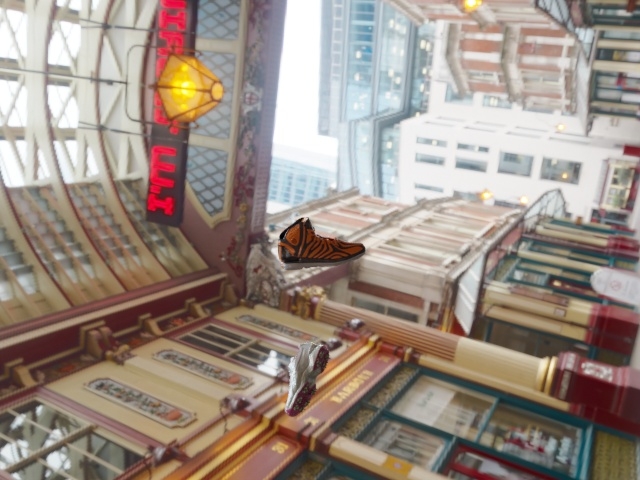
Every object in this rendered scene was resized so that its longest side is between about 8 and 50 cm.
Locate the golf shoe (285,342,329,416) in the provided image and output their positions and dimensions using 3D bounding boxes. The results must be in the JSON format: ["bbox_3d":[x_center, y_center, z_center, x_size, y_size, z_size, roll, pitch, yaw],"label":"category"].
[{"bbox_3d":[-0.078,0.552,2.343,0.306,0.140,0.115,-62,-34,-20],"label":"golf shoe"}]

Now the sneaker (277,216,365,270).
[{"bbox_3d":[0.000,0.000,2.110,0.124,0.320,0.180,-107,9,-78],"label":"sneaker"}]
